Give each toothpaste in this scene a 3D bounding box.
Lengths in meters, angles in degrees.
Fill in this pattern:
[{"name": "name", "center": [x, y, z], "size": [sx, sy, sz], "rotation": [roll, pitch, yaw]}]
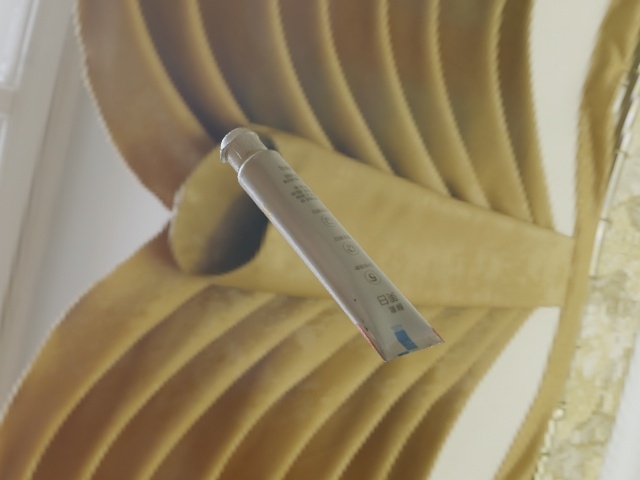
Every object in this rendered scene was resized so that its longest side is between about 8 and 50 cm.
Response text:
[{"name": "toothpaste", "center": [0.000, 0.000, 0.785], "size": [0.190, 0.048, 0.031], "rotation": [50, -48, 28]}]
